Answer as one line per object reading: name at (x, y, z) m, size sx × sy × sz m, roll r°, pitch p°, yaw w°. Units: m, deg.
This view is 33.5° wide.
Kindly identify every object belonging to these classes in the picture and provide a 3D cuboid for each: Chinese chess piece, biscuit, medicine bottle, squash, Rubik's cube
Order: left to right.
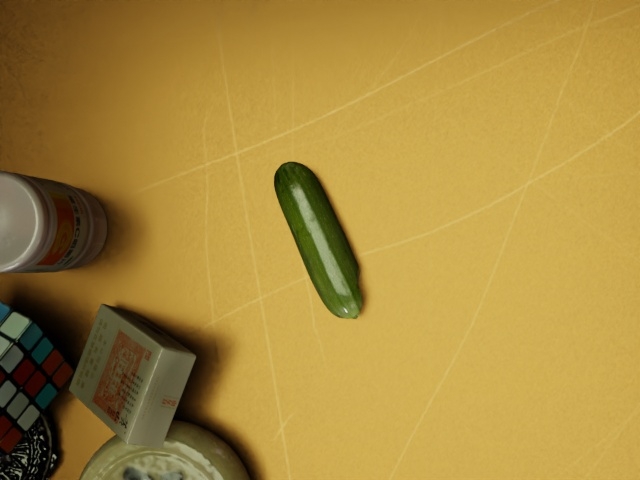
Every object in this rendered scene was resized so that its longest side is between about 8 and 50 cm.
Rubik's cube at (-0.463, 0.172, 1.450) m, size 0.154 × 0.151 × 0.155 m, roll 23°, pitch 65°, yaw 25°
biscuit at (-0.476, 0.296, 1.538) m, size 0.194 × 0.053 × 0.195 m, roll 0°, pitch 89°, yaw 8°
medicine bottle at (-0.389, -0.020, 1.435) m, size 0.133 × 0.249 × 0.133 m, roll 0°, pitch 88°, yaw 7°
Chinese chess piece at (-0.216, 0.378, 1.473) m, size 0.257 × 0.104 × 0.257 m, roll 0°, pitch 89°, yaw 9°
squash at (0.000, 0.000, 1.470) m, size 0.069 × 0.069 × 0.239 m, roll -24°, pitch 85°, yaw 7°

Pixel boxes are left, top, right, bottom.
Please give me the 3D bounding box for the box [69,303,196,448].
box at (-0.260, 0.181, 1.448) m, size 0.201 × 0.058 × 0.141 m, roll 25°, pitch 94°, yaw 51°
